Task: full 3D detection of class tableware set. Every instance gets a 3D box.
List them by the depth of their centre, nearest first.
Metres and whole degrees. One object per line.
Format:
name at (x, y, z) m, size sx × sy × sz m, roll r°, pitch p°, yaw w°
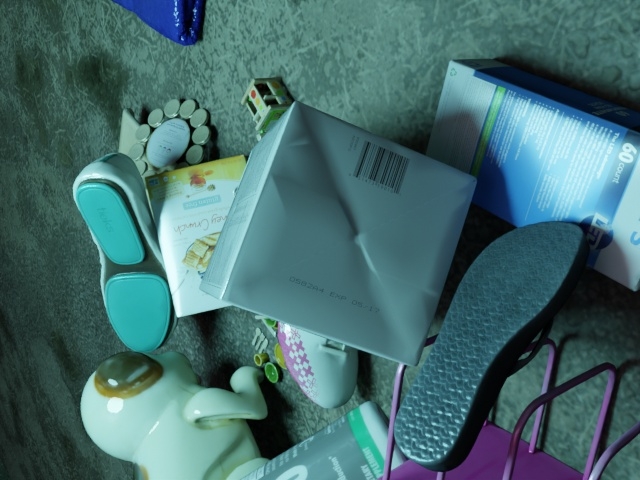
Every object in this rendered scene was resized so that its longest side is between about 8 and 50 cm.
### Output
tableware set at (-0.082, 0.173, 1.128) m, size 0.104 × 0.024 × 0.154 m, roll 51°, pitch 134°, yaw 27°

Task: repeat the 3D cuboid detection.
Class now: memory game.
memory game at (-0.274, -0.174, 1.179) m, size 0.186 × 0.012 × 0.186 m, roll -11°, pitch 66°, yaw 26°

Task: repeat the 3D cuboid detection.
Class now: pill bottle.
pill bottle at (-0.030, 0.386, 0.845) m, size 0.204 × 0.361 × 0.204 m, roll 57°, pitch 180°, yaw 0°

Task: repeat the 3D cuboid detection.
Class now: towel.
towel at (-0.297, -0.499, 1.145) m, size 0.308 × 0.076 × 0.227 m, roll 40°, pitch 136°, yaw 35°

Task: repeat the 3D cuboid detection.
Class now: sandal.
sandal at (0.155, 0.091, 0.594) m, size 0.254 × 0.054 × 0.097 m, roll -55°, pitch 36°, yaw -4°

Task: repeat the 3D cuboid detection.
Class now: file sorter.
file sorter at (0.229, 0.216, 0.636) m, size 0.291 × 0.202 × 0.182 m, roll 24°, pitch 117°, yaw 44°

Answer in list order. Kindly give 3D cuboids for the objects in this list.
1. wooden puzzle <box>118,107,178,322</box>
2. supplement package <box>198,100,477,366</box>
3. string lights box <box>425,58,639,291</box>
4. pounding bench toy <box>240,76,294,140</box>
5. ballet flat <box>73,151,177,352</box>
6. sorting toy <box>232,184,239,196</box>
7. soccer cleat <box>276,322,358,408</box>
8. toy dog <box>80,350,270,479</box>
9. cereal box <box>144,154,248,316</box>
wooden puzzle at (-0.323, -0.048, 1.310) m, size 0.348 × 0.080 × 0.322 m, roll 48°, pitch 133°, yaw 36°
supplement package at (0.000, 0.000, 0.722) m, size 0.263 × 0.199 × 0.198 m, roll 172°, pitch 118°, yaw -75°
string lights box at (0.230, -0.077, 0.641) m, size 0.260 × 0.077 × 0.133 m, roll 36°, pitch 127°, yaw 38°
pounding bench toy at (-0.087, -0.200, 0.996) m, size 0.065 × 0.052 × 0.083 m, roll 60°, pitch 138°, yaw 19°
ballet flat at (-0.319, 0.023, 1.137) m, size 0.139 × 0.139 × 0.400 m, roll 35°, pitch 143°, yaw 38°
sorting toy at (-0.101, -0.064, 1.037) m, size 0.045 × 0.075 × 0.083 m, roll -25°, pitch 82°, yaw 50°
soccer cleat at (0.004, 0.081, 0.926) m, size 0.143 × 0.116 × 0.331 m, roll -13°, pitch 91°, yaw 51°
toy dog at (-0.245, 0.371, 1.113) m, size 0.408 × 0.395 × 0.284 m, roll 50°, pitch 147°, yaw 19°
cereal box at (-0.179, -0.007, 1.086) m, size 0.047 × 0.173 × 0.240 m, roll -52°, pitch -51°, yaw -88°
